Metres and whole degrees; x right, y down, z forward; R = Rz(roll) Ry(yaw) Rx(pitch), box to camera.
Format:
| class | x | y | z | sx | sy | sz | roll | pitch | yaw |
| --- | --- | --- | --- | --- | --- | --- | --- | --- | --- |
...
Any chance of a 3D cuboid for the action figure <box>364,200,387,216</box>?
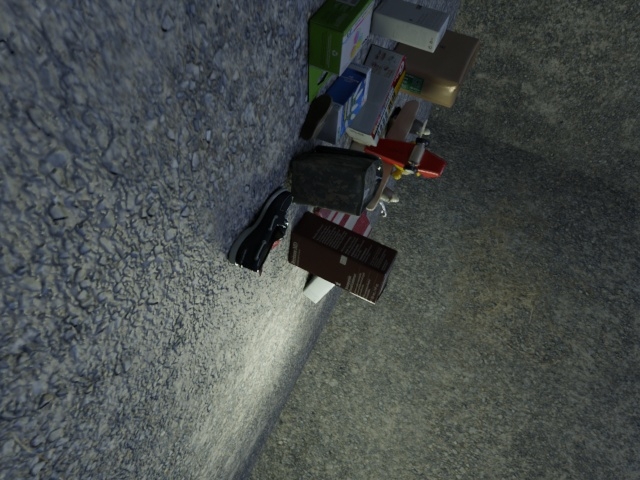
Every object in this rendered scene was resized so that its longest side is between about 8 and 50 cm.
| class | x | y | z | sx | sy | sz | roll | pitch | yaw |
| --- | --- | --- | --- | --- | --- | --- | --- | --- | --- |
| action figure | 0.171 | -0.199 | 2.252 | 0.276 | 0.248 | 0.370 | 42 | 69 | -47 |

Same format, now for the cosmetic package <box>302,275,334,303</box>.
| class | x | y | z | sx | sy | sz | roll | pitch | yaw |
| --- | --- | --- | --- | --- | --- | --- | --- | --- | --- |
| cosmetic package | 0.085 | 0.108 | 2.348 | 0.284 | 0.097 | 0.377 | -46 | -175 | 43 |

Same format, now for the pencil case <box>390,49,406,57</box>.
| class | x | y | z | sx | sy | sz | roll | pitch | yaw |
| --- | --- | --- | --- | --- | --- | --- | --- | --- | --- |
| pencil case | 0.293 | -0.689 | 1.947 | 0.086 | 0.088 | 0.206 | -53 | 163 | -40 |

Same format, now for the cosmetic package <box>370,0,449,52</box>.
| class | x | y | z | sx | sy | sz | roll | pitch | yaw |
| --- | --- | --- | --- | --- | --- | --- | --- | --- | --- |
| cosmetic package | 0.297 | -0.724 | 1.552 | 0.117 | 0.231 | 0.085 | -60 | 167 | -30 |

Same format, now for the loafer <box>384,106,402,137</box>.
| class | x | y | z | sx | sy | sz | roll | pitch | yaw |
| --- | --- | --- | --- | --- | --- | --- | --- | --- | --- |
| loafer | 0.405 | -0.638 | 2.567 | 0.087 | 0.094 | 0.251 | 54 | 48 | -48 |

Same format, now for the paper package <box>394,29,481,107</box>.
| class | x | y | z | sx | sy | sz | roll | pitch | yaw |
| --- | --- | --- | --- | --- | --- | --- | --- | --- | --- |
| paper package | 0.494 | -0.782 | 2.060 | 0.309 | 0.325 | 0.168 | -61 | 167 | -25 |

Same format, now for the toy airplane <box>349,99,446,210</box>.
| class | x | y | z | sx | sy | sz | roll | pitch | yaw |
| --- | --- | --- | --- | --- | --- | --- | --- | --- | --- |
| toy airplane | 0.311 | -0.358 | 1.988 | 0.386 | 0.384 | 0.272 | -28 | 155 | 23 |

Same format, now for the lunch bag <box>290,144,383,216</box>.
| class | x | y | z | sx | sy | sz | roll | pitch | yaw |
| --- | --- | --- | --- | --- | --- | --- | --- | --- | --- |
| lunch bag | 0.064 | -0.208 | 1.494 | 0.287 | 0.235 | 0.169 | -50 | 149 | -61 |

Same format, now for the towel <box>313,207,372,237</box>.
| class | x | y | z | sx | sy | sz | roll | pitch | yaw |
| --- | --- | --- | --- | --- | --- | --- | --- | --- | --- |
| towel | 0.106 | -0.088 | 2.001 | 0.237 | 0.037 | 0.329 | -57 | 131 | -31 |

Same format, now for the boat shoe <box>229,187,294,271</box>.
| class | x | y | z | sx | sy | sz | roll | pitch | yaw |
| --- | --- | --- | --- | --- | --- | --- | --- | --- | --- |
| boat shoe | -0.142 | -0.029 | 1.325 | 0.302 | 0.091 | 0.114 | -58 | 166 | -32 |

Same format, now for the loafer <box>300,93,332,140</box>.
| class | x | y | z | sx | sy | sz | roll | pitch | yaw |
| --- | --- | --- | --- | --- | --- | --- | --- | --- | --- |
| loafer | -0.010 | -0.359 | 1.364 | 0.148 | 0.056 | 0.050 | -58 | 170 | 9 |

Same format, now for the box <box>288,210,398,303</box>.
| class | x | y | z | sx | sy | sz | roll | pitch | yaw |
| --- | --- | --- | --- | --- | --- | --- | --- | --- | --- |
| box | 0.078 | 0.062 | 1.752 | 0.143 | 0.381 | 0.191 | -53 | 162 | -39 |

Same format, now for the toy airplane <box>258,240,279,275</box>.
| class | x | y | z | sx | sy | sz | roll | pitch | yaw |
| --- | --- | --- | --- | --- | --- | --- | --- | --- | --- |
| toy airplane | -0.177 | 0.042 | 1.461 | 0.151 | 0.028 | 0.151 | -59 | 165 | -26 |

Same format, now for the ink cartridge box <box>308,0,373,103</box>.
| class | x | y | z | sx | sy | sz | roll | pitch | yaw |
| --- | --- | --- | --- | --- | --- | --- | --- | --- | --- |
| ink cartridge box | 0.050 | -0.503 | 1.240 | 0.189 | 0.097 | 0.255 | -59 | 165 | -29 |

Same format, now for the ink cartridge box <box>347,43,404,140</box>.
| class | x | y | z | sx | sy | sz | roll | pitch | yaw |
| --- | --- | --- | --- | --- | --- | --- | --- | --- | --- |
| ink cartridge box | 0.210 | -0.537 | 1.784 | 0.272 | 0.130 | 0.309 | -4 | 117 | -78 |

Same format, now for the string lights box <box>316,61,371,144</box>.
| class | x | y | z | sx | sy | sz | roll | pitch | yaw |
| --- | --- | --- | --- | --- | --- | --- | --- | --- | --- |
| string lights box | 0.073 | -0.444 | 1.494 | 0.259 | 0.077 | 0.133 | -58 | 164 | -33 |
